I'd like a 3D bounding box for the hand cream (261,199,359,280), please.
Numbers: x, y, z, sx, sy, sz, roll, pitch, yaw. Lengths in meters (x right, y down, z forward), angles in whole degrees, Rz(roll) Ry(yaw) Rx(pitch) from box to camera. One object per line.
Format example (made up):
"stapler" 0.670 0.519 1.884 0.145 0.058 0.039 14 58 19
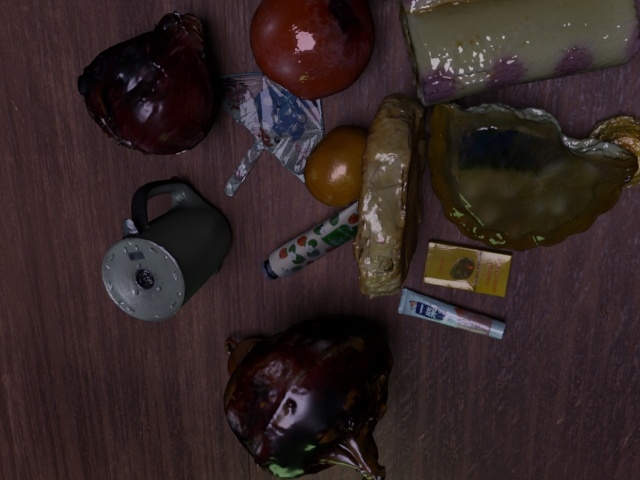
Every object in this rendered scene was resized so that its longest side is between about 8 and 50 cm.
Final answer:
"hand cream" 0.000 0.000 1.347 0.276 0.095 0.059 -31 54 26

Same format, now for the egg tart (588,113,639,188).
"egg tart" 0.502 -0.146 1.150 0.130 0.052 0.130 7 111 18

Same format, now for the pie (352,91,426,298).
"pie" 0.123 -0.076 1.144 0.083 0.339 0.339 8 111 16

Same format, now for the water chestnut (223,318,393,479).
"water chestnut" 0.009 0.312 1.299 0.347 0.335 0.335 38 119 32

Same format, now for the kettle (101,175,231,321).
"kettle" -0.286 0.002 1.330 0.165 0.255 0.240 -10 108 23

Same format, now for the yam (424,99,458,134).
"yam" 0.201 -0.321 1.173 0.066 0.066 0.300 0 109 17

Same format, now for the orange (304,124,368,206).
"orange" 0.045 -0.130 1.242 0.134 0.155 0.155 32 115 -10

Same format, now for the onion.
"onion" -0.314 -0.271 1.274 0.281 0.221 0.281 -2 87 38

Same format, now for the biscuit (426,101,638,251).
"biscuit" 0.342 -0.115 1.153 0.335 0.078 0.329 -10 125 28

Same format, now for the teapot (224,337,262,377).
"teapot" -0.144 0.271 1.474 0.173 0.116 0.116 35 117 27

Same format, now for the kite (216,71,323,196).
"kite" -0.103 -0.207 1.337 0.335 0.011 0.314 42 116 0

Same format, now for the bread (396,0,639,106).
"bread" 0.297 -0.329 1.059 0.338 0.155 0.187 -12 92 5

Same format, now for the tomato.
"tomato" -0.007 -0.343 1.149 0.208 0.208 0.184 47 128 -3

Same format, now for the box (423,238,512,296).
"box" 0.275 0.052 1.306 0.155 0.023 0.087 10 114 14

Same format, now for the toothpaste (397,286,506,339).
"toothpaste" 0.252 0.145 1.341 0.205 0.036 0.056 16 112 15
